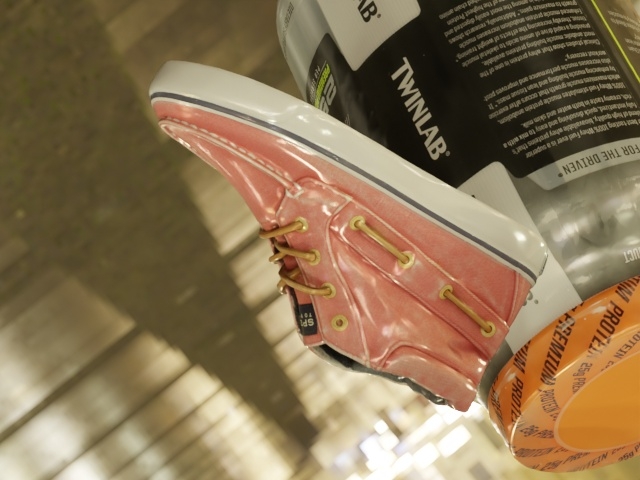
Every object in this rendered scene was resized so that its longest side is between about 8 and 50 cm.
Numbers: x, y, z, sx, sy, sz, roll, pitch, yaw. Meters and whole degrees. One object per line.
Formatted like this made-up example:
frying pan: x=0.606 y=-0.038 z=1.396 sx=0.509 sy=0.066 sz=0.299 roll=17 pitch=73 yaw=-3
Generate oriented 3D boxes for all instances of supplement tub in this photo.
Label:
supplement tub: x=0.111 y=-0.044 z=1.064 sx=0.193 sy=0.316 sz=0.193 roll=-17 pitch=147 yaw=-11

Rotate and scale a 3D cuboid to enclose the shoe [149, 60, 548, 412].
shoe: x=0.000 y=0.000 z=0.772 sx=0.081 sy=0.178 sz=0.063 roll=-64 pitch=-170 yaw=-10
